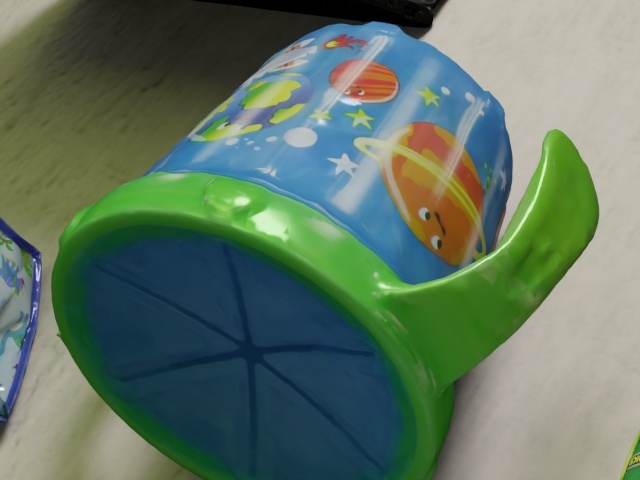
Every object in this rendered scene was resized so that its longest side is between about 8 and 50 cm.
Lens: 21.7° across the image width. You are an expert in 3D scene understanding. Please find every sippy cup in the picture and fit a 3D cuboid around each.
[{"bbox_3d":[0.000,0.000,0.963,0.305,0.240,0.224,20,49,15],"label":"sippy cup"}]

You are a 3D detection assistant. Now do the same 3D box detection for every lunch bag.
[{"bbox_3d":[-0.270,0.066,1.155,0.129,0.096,0.151,-12,60,19],"label":"lunch bag"}]

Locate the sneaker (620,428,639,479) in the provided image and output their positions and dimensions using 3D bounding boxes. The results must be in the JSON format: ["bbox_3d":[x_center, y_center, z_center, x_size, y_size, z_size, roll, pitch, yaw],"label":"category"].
[{"bbox_3d":[0.240,0.179,0.736,0.123,0.109,0.295,-57,43,9],"label":"sneaker"}]

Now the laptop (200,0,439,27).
[{"bbox_3d":[-0.075,-0.303,1.279,0.382,0.408,0.236,13,92,40],"label":"laptop"}]
